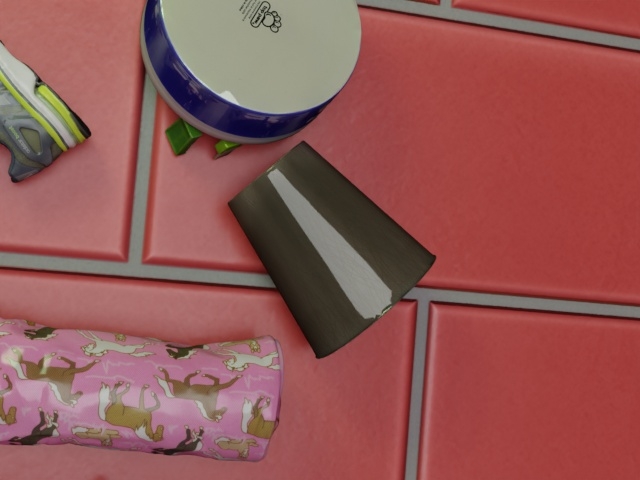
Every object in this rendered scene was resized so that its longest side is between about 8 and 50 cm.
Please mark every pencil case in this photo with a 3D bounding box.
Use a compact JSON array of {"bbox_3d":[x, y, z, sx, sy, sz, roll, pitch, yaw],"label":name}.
[{"bbox_3d":[-0.239,0.174,1.126,0.386,0.167,0.160,6,65,-15],"label":"pencil case"}]

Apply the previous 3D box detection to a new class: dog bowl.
[{"bbox_3d":[-0.086,-0.260,1.187,0.264,0.104,0.265,6,74,-21],"label":"dog bowl"}]

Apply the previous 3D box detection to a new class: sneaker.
[{"bbox_3d":[-0.421,-0.192,1.125,0.300,0.111,0.121,43,82,-8],"label":"sneaker"}]

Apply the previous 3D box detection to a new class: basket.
[{"bbox_3d":[0.000,0.000,1.212,0.204,0.154,0.227,-41,95,-11],"label":"basket"}]

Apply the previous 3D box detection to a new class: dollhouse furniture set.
[{"bbox_3d":[-0.122,-0.153,1.246,0.151,0.058,0.076,-24,87,-34],"label":"dollhouse furniture set"}]
